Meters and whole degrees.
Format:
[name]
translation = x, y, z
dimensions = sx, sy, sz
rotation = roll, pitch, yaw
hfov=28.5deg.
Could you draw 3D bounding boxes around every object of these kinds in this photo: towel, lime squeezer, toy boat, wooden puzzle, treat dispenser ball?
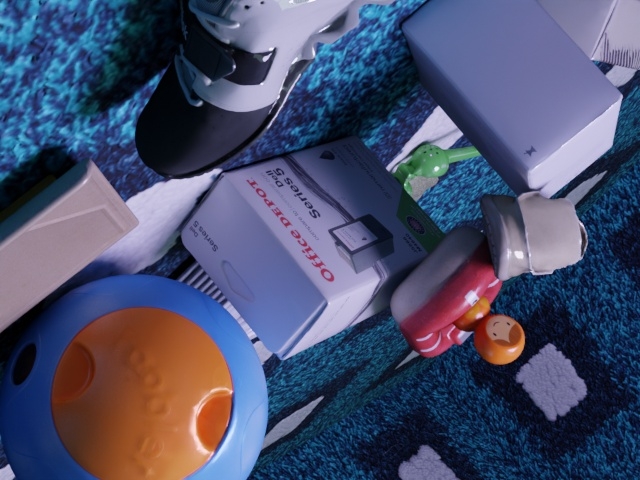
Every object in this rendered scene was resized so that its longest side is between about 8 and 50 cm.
[towel]
translation = 0.135, -0.077, 1.972
dimensions = 0.110, 0.027, 0.148
rotation = -42, 166, 8
[lime squeezer]
translation = 0.141, -0.083, 1.886
dimensions = 0.310, 0.059, 0.110
rotation = -39, 157, 4
[toy boat]
translation = 0.180, 0.087, 1.506
dimensions = 0.151, 0.151, 0.231
rotation = -46, 160, -4
[wooden puzzle]
translation = -0.282, 0.017, 1.172
dimensions = 0.221, 0.044, 0.238
rotation = -38, 171, -6
[treat dispenser ball]
translation = -0.201, 0.180, 1.366
dimensions = 0.288, 0.288, 0.288
rotation = -37, 166, -11

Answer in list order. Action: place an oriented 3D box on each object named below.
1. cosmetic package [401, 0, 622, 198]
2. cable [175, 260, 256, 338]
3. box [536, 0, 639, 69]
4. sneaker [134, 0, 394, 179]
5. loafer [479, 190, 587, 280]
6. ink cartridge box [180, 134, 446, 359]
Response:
[cosmetic package]
translation = 0.224, -0.178, 1.468
dimensions = 0.138, 0.224, 0.225
rotation = -40, 167, 3
[cable]
translation = -0.099, 0.062, 1.673
dimensions = 0.257, 0.089, 0.257
rotation = -35, 166, -16
[box]
translation = 0.363, -0.291, 1.661
dimensions = 0.275, 0.113, 0.094
rotation = -9, 123, -62
[sneaker]
translation = -0.065, -0.182, 0.987
dimensions = 0.330, 0.122, 0.146
rotation = -44, 147, 24
[loafer]
translation = 0.247, -0.011, 1.434
dimensions = 0.092, 0.101, 0.268
rotation = -13, 177, 18
[ink cartridge box]
translation = 0.000, 0.000, 1.504
dimensions = 0.273, 0.198, 0.115
rotation = -22, 157, -51
